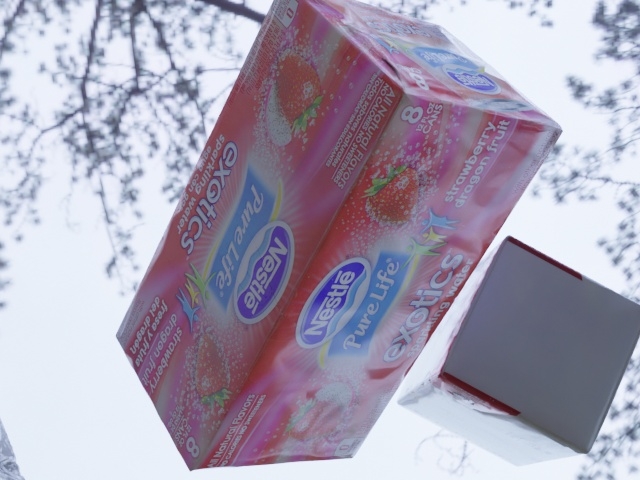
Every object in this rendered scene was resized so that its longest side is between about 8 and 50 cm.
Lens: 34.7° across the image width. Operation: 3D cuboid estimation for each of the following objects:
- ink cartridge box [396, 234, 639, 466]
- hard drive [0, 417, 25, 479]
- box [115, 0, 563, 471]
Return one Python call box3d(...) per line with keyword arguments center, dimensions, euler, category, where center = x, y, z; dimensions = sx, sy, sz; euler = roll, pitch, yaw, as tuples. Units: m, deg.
box3d(center=(0.157, 0.098, 0.842), dimensions=(0.128, 0.176, 0.127), euler=(28, -108, 1), category="ink cartridge box")
box3d(center=(-0.319, 0.152, 0.681), dimensions=(0.064, 0.237, 0.339), euler=(-61, -141, 14), category="hard drive")
box3d(center=(0.000, 0.000, 0.694), dimensions=(0.142, 0.154, 0.299), euler=(51, -58, 39), category="box")
